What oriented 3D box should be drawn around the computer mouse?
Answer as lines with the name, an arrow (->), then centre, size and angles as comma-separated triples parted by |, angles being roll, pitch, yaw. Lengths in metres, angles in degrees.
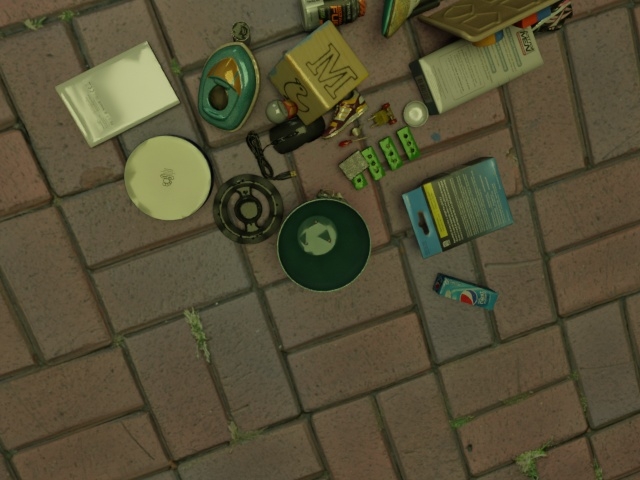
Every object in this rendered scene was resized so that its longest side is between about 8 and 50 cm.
computer mouse -> -0.093, -0.298, 1.706 | 0.262, 0.060, 0.184 | -20, 101, -3

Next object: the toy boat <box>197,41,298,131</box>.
toy boat -> -0.222, -0.431, 1.568 | 0.318, 0.148, 0.268 | 24, 114, 11

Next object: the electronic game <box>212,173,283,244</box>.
electronic game -> -0.235, -0.101, 1.731 | 0.229, 0.048, 0.229 | 0, 93, -4

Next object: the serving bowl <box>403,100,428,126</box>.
serving bowl -> 0.312, -0.416, 1.752 | 0.083, 0.027, 0.083 | -1, 100, -7

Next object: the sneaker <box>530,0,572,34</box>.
sneaker -> 0.753, -0.712, 1.734 | 0.178, 0.072, 0.077 | -35, 113, 6

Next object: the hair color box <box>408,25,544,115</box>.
hair color box -> 0.497, -0.566, 1.705 | 0.374, 0.113, 0.185 | -26, 103, -1

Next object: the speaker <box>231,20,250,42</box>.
speaker -> -0.236, -0.614, 1.590 | 0.055, 0.136, 0.055 | -1, 101, -7

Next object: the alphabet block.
alphabet block -> -0.008, -0.496, 1.592 | 0.193, 0.192, 0.197 | -44, 102, -17

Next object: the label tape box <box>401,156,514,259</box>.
label tape box -> 0.448, -0.112, 1.786 | 0.333, 0.106, 0.241 | -21, 103, -3

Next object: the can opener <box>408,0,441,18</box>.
can opener -> 0.341, -0.785, 1.677 | 0.283, 0.076, 0.095 | -23, 70, -2

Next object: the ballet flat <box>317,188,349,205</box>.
ballet flat -> 0.046, -0.145, 1.765 | 0.114, 0.041, 0.041 | 17, 98, -11

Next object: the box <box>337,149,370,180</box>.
box -> 0.108, -0.243, 1.717 | 0.083, 0.018, 0.067 | -39, 104, 3

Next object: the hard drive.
hard drive -> -0.614, -0.444, 1.623 | 0.307, 0.040, 0.203 | -27, 103, -2

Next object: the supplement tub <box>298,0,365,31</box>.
supplement tub -> 0.034, -0.712, 1.616 | 0.190, 0.117, 0.117 | -14, 102, -4

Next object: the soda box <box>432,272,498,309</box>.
soda box -> 0.508, 0.179, 1.866 | 0.210, 0.071, 0.067 | 16, 98, -10

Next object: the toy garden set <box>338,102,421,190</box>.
toy garden set -> 0.178, -0.313, 1.747 | 0.244, 0.049, 0.204 | -29, 104, 0

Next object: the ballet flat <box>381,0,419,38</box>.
ballet flat -> 0.247, -0.760, 1.587 | 0.123, 0.123, 0.349 | 6, 74, -8

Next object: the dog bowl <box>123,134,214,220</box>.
dog bowl -> -0.468, -0.196, 1.655 | 0.264, 0.104, 0.265 | -1, 100, -7

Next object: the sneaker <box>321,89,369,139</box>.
sneaker -> 0.063, -0.402, 1.706 | 0.185, 0.069, 0.084 | -40, 101, -7

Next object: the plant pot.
plant pot -> 0.000, 0.000, 1.704 | 0.290, 0.195, 0.290 | -1, 101, -8

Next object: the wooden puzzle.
wooden puzzle -> 0.515, -0.678, 1.597 | 0.347, 0.322, 0.080 | -23, 126, -4
